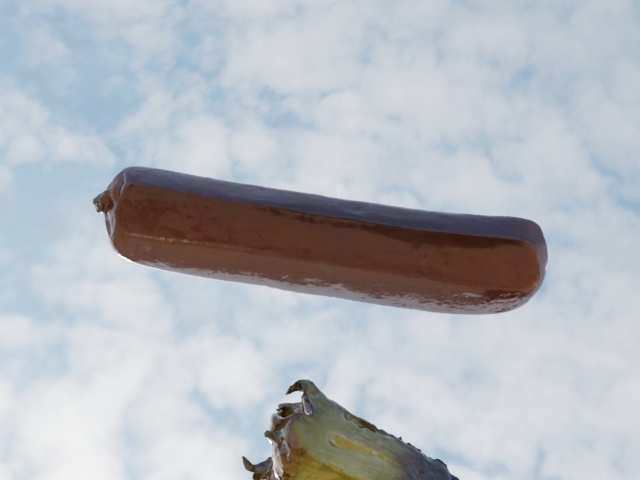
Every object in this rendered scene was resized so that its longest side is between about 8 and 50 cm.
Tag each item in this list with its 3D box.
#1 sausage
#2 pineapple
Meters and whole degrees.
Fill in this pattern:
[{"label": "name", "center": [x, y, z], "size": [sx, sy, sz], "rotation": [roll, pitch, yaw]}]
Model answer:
[{"label": "sausage", "center": [0.000, 0.000, 0.368], "size": [0.147, 0.030, 0.035], "rotation": [8, -38, -2]}, {"label": "pineapple", "center": [0.019, 0.145, 0.617], "size": [0.116, 0.069, 0.137], "rotation": [-7, -64, 8]}]
